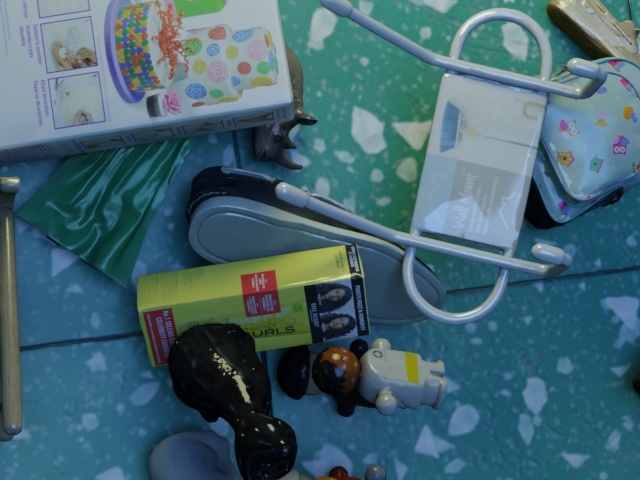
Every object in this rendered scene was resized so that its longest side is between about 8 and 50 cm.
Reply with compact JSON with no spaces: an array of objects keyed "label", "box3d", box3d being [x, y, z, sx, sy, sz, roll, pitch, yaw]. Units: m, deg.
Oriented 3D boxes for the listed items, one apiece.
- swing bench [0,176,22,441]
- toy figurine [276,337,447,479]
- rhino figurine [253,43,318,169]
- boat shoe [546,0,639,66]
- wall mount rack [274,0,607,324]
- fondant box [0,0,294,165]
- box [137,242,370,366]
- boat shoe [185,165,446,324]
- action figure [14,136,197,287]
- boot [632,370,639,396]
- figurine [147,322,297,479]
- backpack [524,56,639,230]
[{"label":"swing bench","box3d":[-0.420,0.069,1.419,0.253,0.165,0.255,0,80,-16]},{"label":"toy figurine","box3d":[0.030,0.204,1.515,0.148,0.209,0.213,9,83,-10]},{"label":"rhino figurine","box3d":[-0.076,-0.184,1.584,0.106,0.073,0.243,-29,96,-14]},{"label":"boat shoe","box3d":[0.342,-0.235,1.716,0.170,0.063,0.059,42,82,-9]},{"label":"wall mount rack","box3d":[0.122,-0.102,1.504,0.304,0.130,0.350,13,79,-1]},{"label":"fondant box","box3d":[-0.205,-0.217,1.482,0.330,0.096,0.238,-9,82,0]},{"label":"box","box3d":[-0.068,0.067,1.523,0.232,0.058,0.087,-7,129,-1]},{"label":"boat shoe","box3d":[0.000,0.000,1.576,0.302,0.114,0.091,25,34,-24]},{"label":"action figure","box3d":[-0.197,-0.083,1.544,0.137,0.063,0.232,35,81,-9]},{"label":"boot","box3d":[0.577,0.143,1.724,0.377,0.138,0.284,29,78,-7]},{"label":"figurine","box3d":[-0.091,0.224,1.445,0.092,0.209,0.215,1,118,-26]},{"label":"backpack","box3d":[0.301,-0.119,1.656,0.188,0.144,0.166,-25,88,-20]}]
